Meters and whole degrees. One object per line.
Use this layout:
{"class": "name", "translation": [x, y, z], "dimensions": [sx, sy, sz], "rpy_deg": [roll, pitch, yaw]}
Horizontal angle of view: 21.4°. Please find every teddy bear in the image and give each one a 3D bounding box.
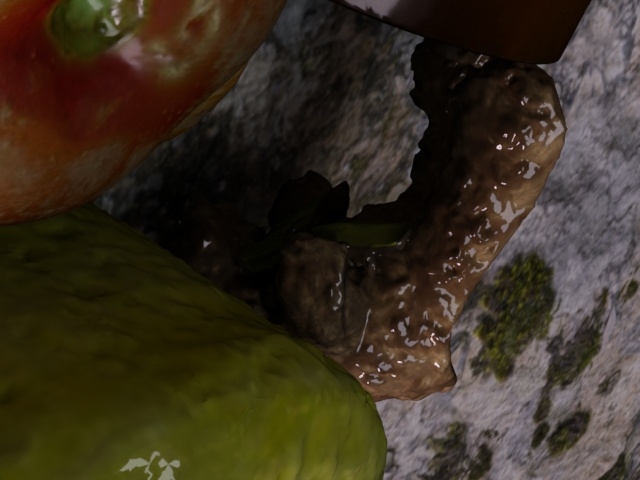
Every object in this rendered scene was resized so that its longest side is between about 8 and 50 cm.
{"class": "teddy bear", "translation": [0.001, -0.010, 1.083], "dimensions": [0.222, 0.246, 0.296], "rpy_deg": [14, 105, -9]}

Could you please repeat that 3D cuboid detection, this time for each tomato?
{"class": "tomato", "translation": [-0.147, -0.150, 0.735], "dimensions": [0.270, 0.222, 0.270], "rpy_deg": [-35, 151, -23]}

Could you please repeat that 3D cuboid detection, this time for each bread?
{"class": "bread", "translation": [-0.173, 0.139, 0.863], "dimensions": [0.348, 0.307, 0.348], "rpy_deg": [-39, 149, -28]}

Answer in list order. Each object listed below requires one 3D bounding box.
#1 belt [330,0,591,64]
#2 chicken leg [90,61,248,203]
{"class": "belt", "translation": [0.051, -0.203, 0.961], "dimensions": [0.338, 0.217, 0.122], "rpy_deg": [0, 123, -57]}
{"class": "chicken leg", "translation": [-0.113, -0.085, 0.924], "dimensions": [0.101, 0.085, 0.207], "rpy_deg": [8, 144, -32]}
